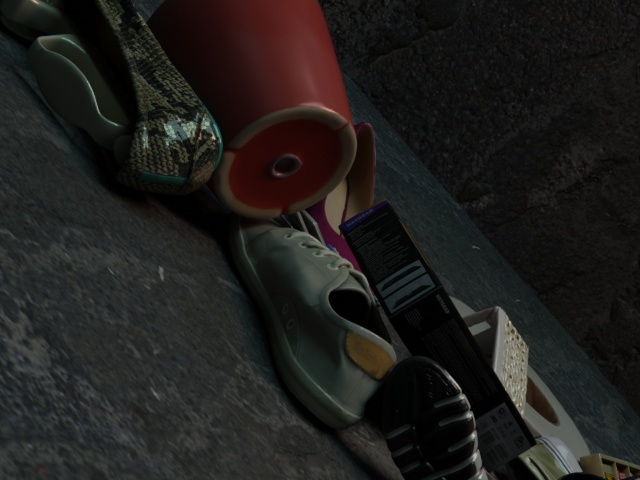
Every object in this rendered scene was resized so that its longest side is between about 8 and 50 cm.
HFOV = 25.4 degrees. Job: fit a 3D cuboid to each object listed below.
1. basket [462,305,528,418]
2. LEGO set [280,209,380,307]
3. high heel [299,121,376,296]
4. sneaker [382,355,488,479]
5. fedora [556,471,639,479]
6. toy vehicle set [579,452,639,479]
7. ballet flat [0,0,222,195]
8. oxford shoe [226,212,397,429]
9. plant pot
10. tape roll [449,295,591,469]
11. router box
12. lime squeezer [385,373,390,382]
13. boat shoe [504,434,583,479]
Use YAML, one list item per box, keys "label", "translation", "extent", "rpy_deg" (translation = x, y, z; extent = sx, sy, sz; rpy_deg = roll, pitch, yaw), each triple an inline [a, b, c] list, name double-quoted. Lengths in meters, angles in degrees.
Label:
- label: "basket"
  translation: [0.247, 0.203, 2.167]
  extent: [0.103, 0.113, 0.167]
  rpy_deg: [49, 35, -30]
- label: "LEGO set"
  translation: [0.000, 0.000, 1.990]
  extent: [0.182, 0.060, 0.244]
  rpy_deg: [48, -14, 44]
- label: "high heel"
  translation: [0.054, -0.050, 2.236]
  extent: [0.127, 0.181, 0.377]
  rpy_deg: [38, 15, -39]
- label: "sneaker"
  translation: [0.145, 0.264, 1.713]
  extent: [0.162, 0.106, 0.281]
  rpy_deg: [-97, 166, -85]
- label: "fedora"
  translation: [0.456, 0.437, 1.923]
  extent: [0.334, 0.152, 0.334]
  rpy_deg: [22, 43, -22]
- label: "toy vehicle set"
  translation: [0.508, 0.455, 2.396]
  extent: [0.267, 0.035, 0.166]
  rpy_deg: [26, 52, -60]
- label: "ballet flat"
  translation: [-0.294, -0.245, 1.774]
  extent: [0.182, 0.164, 0.483]
  rpy_deg: [0, 46, -42]
- label: "oxford shoe"
  translation: [-0.008, 0.064, 1.797]
  extent: [0.169, 0.130, 0.449]
  rpy_deg: [36, 14, -31]
- label: "plant pot"
  translation: [-0.084, -0.178, 1.854]
  extent: [0.275, 0.275, 0.243]
  rpy_deg: [34, 23, -49]
- label: "tape roll"
  translation: [0.315, 0.259, 2.438]
  extent: [0.392, 0.072, 0.392]
  rpy_deg: [45, 13, -13]
- label: "router box"
  translation: [0.154, 0.124, 1.883]
  extent: [0.309, 0.081, 0.243]
  rpy_deg: [57, 3, -33]
- label: "lime squeezer"
  translation: [0.148, 0.266, 1.915]
  extent: [0.310, 0.059, 0.110]
  rpy_deg: [51, -20, 18]
- label: "boat shoe"
  translation: [0.375, 0.427, 2.094]
  extent: [0.094, 0.109, 0.302]
  rpy_deg: [-13, 56, -33]
